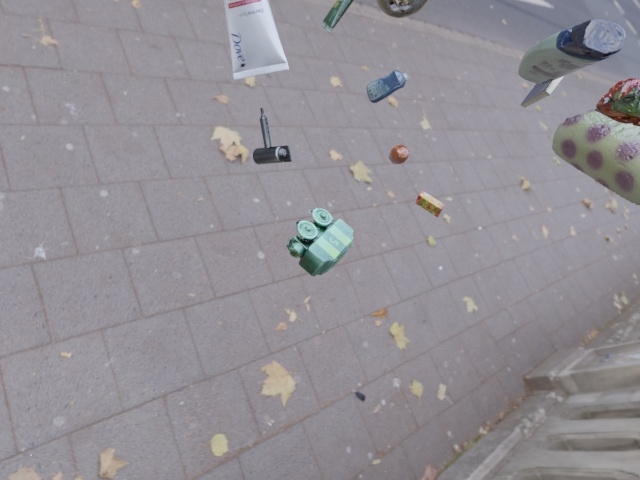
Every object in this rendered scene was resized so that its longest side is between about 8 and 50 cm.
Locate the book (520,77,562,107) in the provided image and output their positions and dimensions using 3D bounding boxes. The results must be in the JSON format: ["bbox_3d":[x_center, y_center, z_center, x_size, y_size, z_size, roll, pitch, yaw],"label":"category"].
[{"bbox_3d":[0.779,-0.551,1.400,0.025,0.190,0.269,37,13,3],"label":"book"}]

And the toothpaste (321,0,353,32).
[{"bbox_3d":[0.075,-0.611,1.030,0.032,0.204,0.049,14,36,-50],"label":"toothpaste"}]

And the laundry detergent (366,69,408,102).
[{"bbox_3d":[0.310,-0.708,1.900,0.061,0.206,0.096,7,72,-48],"label":"laundry detergent"}]

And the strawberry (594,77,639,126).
[{"bbox_3d":[0.652,-0.274,0.839,0.192,0.085,0.140,16,18,-1],"label":"strawberry"}]

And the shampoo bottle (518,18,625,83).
[{"bbox_3d":[0.623,-0.483,1.086,0.134,0.078,0.359,17,13,2],"label":"shampoo bottle"}]

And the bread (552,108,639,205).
[{"bbox_3d":[0.832,-0.239,1.138,0.187,0.155,0.338,-14,41,-8],"label":"bread"}]

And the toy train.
[{"bbox_3d":[0.000,0.000,1.786,0.238,0.167,0.299,40,49,4],"label":"toy train"}]

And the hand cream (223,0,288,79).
[{"bbox_3d":[-0.162,-0.493,0.923,0.083,0.133,0.247,-64,144,-66],"label":"hand cream"}]

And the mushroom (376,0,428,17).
[{"bbox_3d":[0.316,-0.958,1.570,0.227,0.226,0.178,23,32,-23],"label":"mushroom"}]

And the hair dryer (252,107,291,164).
[{"bbox_3d":[-0.225,-0.468,1.862,0.078,0.196,0.248,-30,116,-49],"label":"hair dryer"}]

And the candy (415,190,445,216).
[{"bbox_3d":[0.489,-0.163,1.858,0.122,0.062,0.038,36,62,19],"label":"candy"}]

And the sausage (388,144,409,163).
[{"bbox_3d":[0.373,-0.408,1.990,0.089,0.179,0.089,0,91,-2],"label":"sausage"}]
